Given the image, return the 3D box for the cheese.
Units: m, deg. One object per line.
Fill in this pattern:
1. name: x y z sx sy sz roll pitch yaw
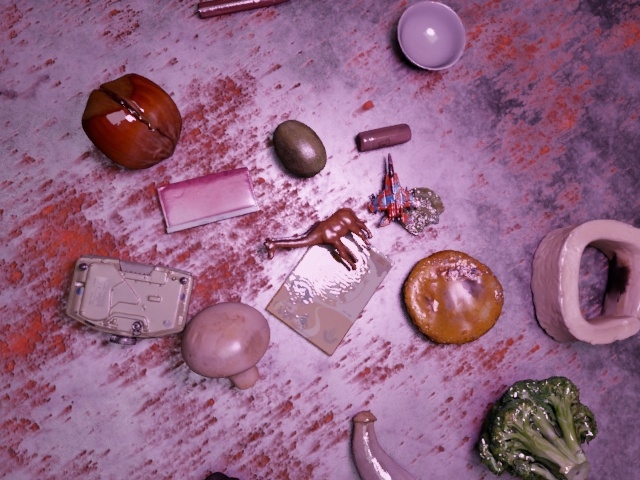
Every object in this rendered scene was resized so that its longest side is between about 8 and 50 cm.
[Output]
1. cheese: 0.724 0.115 1.553 0.292 0.153 0.333 13 84 -8

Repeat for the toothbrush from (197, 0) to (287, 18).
1. toothbrush: -0.138 -0.624 1.518 0.363 0.041 0.041 -15 88 -11

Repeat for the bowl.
1. bowl: 0.280 -0.528 1.562 0.188 0.086 0.189 1 84 -11

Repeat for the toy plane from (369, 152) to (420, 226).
1. toy plane: 0.188 -0.131 1.522 0.130 0.061 0.189 -6 75 9

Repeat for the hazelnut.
1. hazelnut: -0.428 -0.275 1.368 0.180 0.181 0.212 31 70 13

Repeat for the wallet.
1. wallet: -0.277 -0.102 1.456 0.232 0.025 0.119 -15 88 -11

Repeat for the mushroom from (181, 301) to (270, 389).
1. mushroom: -0.215 0.239 1.377 0.206 0.209 0.207 -4 62 8

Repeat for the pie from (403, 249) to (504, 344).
1. pie: 0.343 0.147 1.524 0.273 0.069 0.274 1 85 -12

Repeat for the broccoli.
1. broccoli: 0.544 0.490 1.442 0.307 0.275 0.308 -7 114 -17

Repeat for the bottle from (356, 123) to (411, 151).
1. bottle: 0.165 -0.269 1.535 0.140 0.053 0.053 -13 88 -11

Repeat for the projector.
1. projector: -0.444 0.144 1.374 0.269 0.088 0.194 10 81 -9

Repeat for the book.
1. book: 0.027 0.115 1.496 0.207 0.020 0.295 36 80 -5

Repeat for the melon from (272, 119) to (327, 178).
1. melon: -0.049 -0.223 1.462 0.114 0.114 0.167 -38 92 -11

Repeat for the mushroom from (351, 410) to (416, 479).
1. mushroom: 0.146 0.553 1.441 0.118 0.103 0.270 -33 86 -11

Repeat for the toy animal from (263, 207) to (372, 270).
1. toy animal: 0.000 0.000 1.456 0.229 0.066 0.224 36 81 -14

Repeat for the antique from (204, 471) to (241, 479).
1. antique: -0.225 0.691 1.319 0.255 0.185 0.322 44 83 -5

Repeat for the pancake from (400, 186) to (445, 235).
1. pancake: 0.263 -0.083 1.553 0.129 0.022 0.116 -30 88 -11
